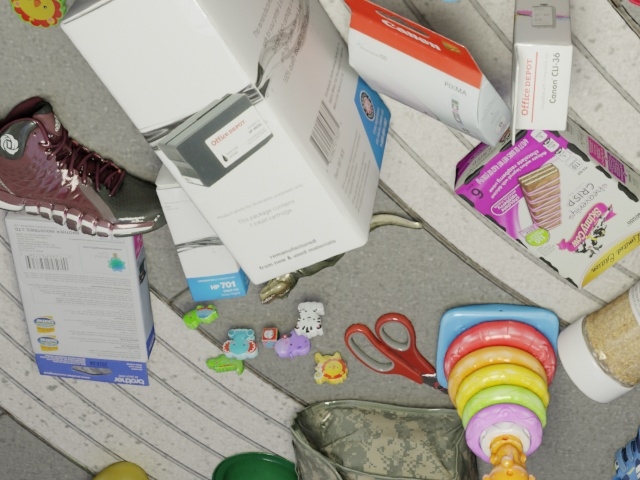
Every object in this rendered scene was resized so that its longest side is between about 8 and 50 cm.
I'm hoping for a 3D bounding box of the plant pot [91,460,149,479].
[{"bbox_3d":[-0.333,0.426,2.166,0.134,0.095,0.134,5,129,6],"label":"plant pot"}]

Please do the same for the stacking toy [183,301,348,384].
[{"bbox_3d":[-0.080,0.156,1.909,0.221,0.052,0.167,-1,146,11],"label":"stacking toy"}]

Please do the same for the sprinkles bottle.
[{"bbox_3d":[0.487,0.085,1.741,0.121,0.121,0.355,38,124,-19],"label":"sprinkles bottle"}]

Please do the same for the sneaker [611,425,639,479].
[{"bbox_3d":[0.479,0.336,1.983,0.059,0.053,0.144,5,127,9],"label":"sneaker"}]

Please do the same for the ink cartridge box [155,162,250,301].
[{"bbox_3d":[-0.148,-0.035,1.747,0.082,0.140,0.191,-5,127,11],"label":"ink cartridge box"}]

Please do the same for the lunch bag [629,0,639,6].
[{"bbox_3d":[0.411,-0.397,1.392,0.258,0.120,0.293,3,126,13],"label":"lunch bag"}]

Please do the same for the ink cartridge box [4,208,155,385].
[{"bbox_3d":[-0.347,0.079,1.922,0.185,0.065,0.311,4,126,7],"label":"ink cartridge box"}]

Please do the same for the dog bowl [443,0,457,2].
[{"bbox_3d":[0.190,-0.372,1.345,0.074,0.166,0.297,46,111,16],"label":"dog bowl"}]

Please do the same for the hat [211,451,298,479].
[{"bbox_3d":[-0.095,0.475,2.106,0.208,0.184,0.173,33,125,-15],"label":"hat"}]

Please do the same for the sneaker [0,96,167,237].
[{"bbox_3d":[-0.334,-0.105,1.752,0.281,0.106,0.163,10,125,3],"label":"sneaker"}]

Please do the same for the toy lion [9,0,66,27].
[{"bbox_3d":[-0.365,-0.317,1.641,0.100,0.034,0.096,31,134,-14],"label":"toy lion"}]

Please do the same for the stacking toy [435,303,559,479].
[{"bbox_3d":[0.253,0.240,1.786,0.175,0.302,0.166,0,127,2],"label":"stacking toy"}]

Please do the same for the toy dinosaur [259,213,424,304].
[{"bbox_3d":[0.000,0.000,1.800,0.268,0.064,0.118,-27,134,28],"label":"toy dinosaur"}]

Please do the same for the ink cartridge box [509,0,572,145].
[{"bbox_3d":[0.256,-0.205,1.508,0.067,0.198,0.115,2,128,8],"label":"ink cartridge box"}]

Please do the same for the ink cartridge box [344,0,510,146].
[{"bbox_3d":[0.109,-0.197,1.504,0.189,0.232,0.066,30,93,25],"label":"ink cartridge box"}]

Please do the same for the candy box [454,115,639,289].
[{"bbox_3d":[0.312,-0.060,1.692,0.233,0.071,0.159,35,125,-18],"label":"candy box"}]

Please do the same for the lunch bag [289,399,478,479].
[{"bbox_3d":[0.093,0.377,2.014,0.286,0.169,0.235,3,132,17],"label":"lunch bag"}]

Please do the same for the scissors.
[{"bbox_3d":[0.160,0.212,1.966,0.109,0.021,0.297,-33,117,27],"label":"scissors"}]

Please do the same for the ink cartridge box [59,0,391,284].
[{"bbox_3d":[-0.092,-0.195,1.521,0.166,0.285,0.395,-21,121,24],"label":"ink cartridge box"}]
